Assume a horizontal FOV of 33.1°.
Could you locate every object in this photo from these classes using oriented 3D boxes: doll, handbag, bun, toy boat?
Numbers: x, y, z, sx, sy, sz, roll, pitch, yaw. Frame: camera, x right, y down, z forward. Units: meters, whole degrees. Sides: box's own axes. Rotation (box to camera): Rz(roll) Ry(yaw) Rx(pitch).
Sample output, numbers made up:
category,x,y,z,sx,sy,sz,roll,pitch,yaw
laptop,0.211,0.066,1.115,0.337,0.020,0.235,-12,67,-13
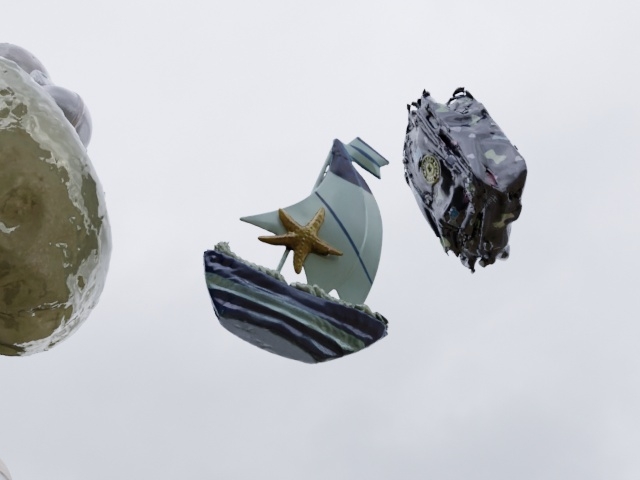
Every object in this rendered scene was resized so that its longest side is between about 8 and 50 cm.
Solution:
category,x,y,z,sx,sy,sz,roll,pitch,yaw
doll,-0.382,-0.168,1.387,0.150,0.287,0.151,-16,-61,-32
handbag,0.184,-0.084,1.414,0.113,0.260,0.162,-11,-47,-14
bun,-0.393,-0.027,1.163,0.359,0.211,0.360,25,-45,28
toy boat,0.000,0.000,1.212,0.220,0.291,0.067,25,-34,0

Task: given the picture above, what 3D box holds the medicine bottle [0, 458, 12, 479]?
category,x,y,z,sx,sy,sz,roll,pitch,yaw
medicine bottle,-0.528,0.426,1.488,0.237,0.232,0.238,-10,-66,-22
